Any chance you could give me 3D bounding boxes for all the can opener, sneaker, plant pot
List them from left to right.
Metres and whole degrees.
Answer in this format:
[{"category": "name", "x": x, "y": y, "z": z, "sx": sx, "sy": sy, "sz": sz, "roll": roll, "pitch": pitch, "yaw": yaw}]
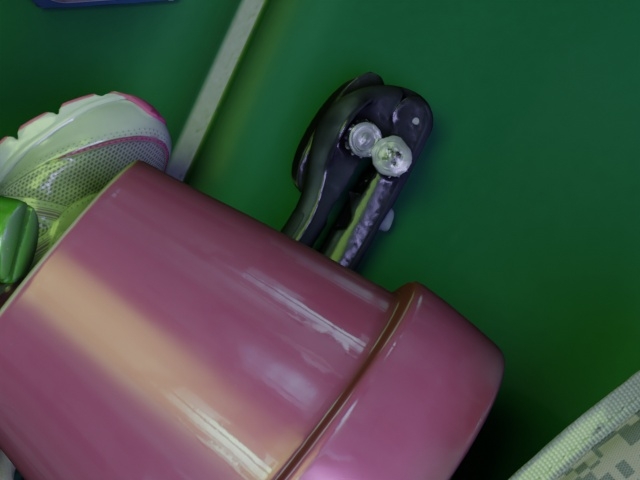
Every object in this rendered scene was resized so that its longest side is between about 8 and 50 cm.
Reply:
[{"category": "sneaker", "x": -0.147, "y": 0.042, "z": 0.880, "sx": 0.111, "sy": 0.103, "sz": 0.252, "roll": 35, "pitch": 95, "yaw": 30}, {"category": "plant pot", "x": -0.049, "y": 0.069, "z": 0.723, "sx": 0.180, "sy": 0.201, "sz": 0.201, "roll": 40, "pitch": 88, "yaw": -2}, {"category": "can opener", "x": 0.000, "y": 0.000, "z": 0.858, "sx": 0.059, "sy": 0.073, "sz": 0.186, "roll": 27, "pitch": 84, "yaw": -9}]

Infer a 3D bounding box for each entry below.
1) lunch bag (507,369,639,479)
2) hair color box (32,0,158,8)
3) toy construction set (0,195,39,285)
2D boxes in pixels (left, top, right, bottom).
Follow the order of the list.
[{"category": "lunch bag", "x": 0.125, "y": 0.201, "z": 0.557, "sx": 0.287, "sy": 0.169, "sz": 0.235, "roll": -37, "pitch": 46, "yaw": -1}, {"category": "hair color box", "x": -0.136, "y": -0.330, "z": 0.977, "sx": 0.105, "sy": 0.174, "sz": 0.347, "roll": -1, "pitch": 69, "yaw": 25}, {"category": "toy construction set", "x": -0.201, "y": -0.044, "z": 0.769, "sx": 0.237, "sy": 0.257, "sz": 0.309, "roll": 5, "pitch": 60, "yaw": 22}]
